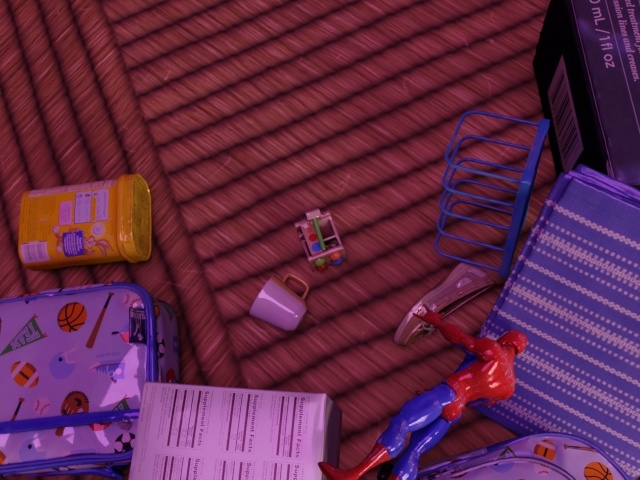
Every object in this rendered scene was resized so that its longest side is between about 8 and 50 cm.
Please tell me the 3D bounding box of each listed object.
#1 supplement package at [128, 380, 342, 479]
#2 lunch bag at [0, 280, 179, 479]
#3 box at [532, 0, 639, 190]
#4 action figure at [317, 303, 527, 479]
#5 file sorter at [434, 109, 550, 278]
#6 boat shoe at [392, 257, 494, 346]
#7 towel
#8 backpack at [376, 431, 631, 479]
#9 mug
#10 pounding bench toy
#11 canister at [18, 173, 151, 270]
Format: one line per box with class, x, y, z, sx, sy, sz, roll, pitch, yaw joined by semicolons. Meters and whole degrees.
supplement package;-0.087;0.253;0.816;0.203;0.194;0.149;2;72;7
lunch bag;-0.325;0.186;0.907;0.304;0.115;0.243;-8;69;9
box;0.503;-0.180;0.877;0.396;0.212;0.293;-7;71;4
action figure;0.107;0.174;0.783;0.280;0.091;0.139;-33;27;-20
file sorter;0.210;-0.061;0.882;0.105;0.170;0.118;16;51;17
boat shoe;0.159;0.088;0.915;0.153;0.056;0.048;-40;67;-14
towel;0.317;0.106;0.796;0.243;0.040;0.336;27;120;14
backpack;0.219;0.329;0.750;0.263;0.213;0.276;-20;70;-4
mug;-0.048;0.083;0.940;0.064;0.062;0.078;31;85;7
pounding bench toy;0.000;0.000;0.947;0.052;0.083;0.065;-21;70;0
canister;-0.335;-0.024;1.002;0.170;0.073;0.126;-7;71;6
